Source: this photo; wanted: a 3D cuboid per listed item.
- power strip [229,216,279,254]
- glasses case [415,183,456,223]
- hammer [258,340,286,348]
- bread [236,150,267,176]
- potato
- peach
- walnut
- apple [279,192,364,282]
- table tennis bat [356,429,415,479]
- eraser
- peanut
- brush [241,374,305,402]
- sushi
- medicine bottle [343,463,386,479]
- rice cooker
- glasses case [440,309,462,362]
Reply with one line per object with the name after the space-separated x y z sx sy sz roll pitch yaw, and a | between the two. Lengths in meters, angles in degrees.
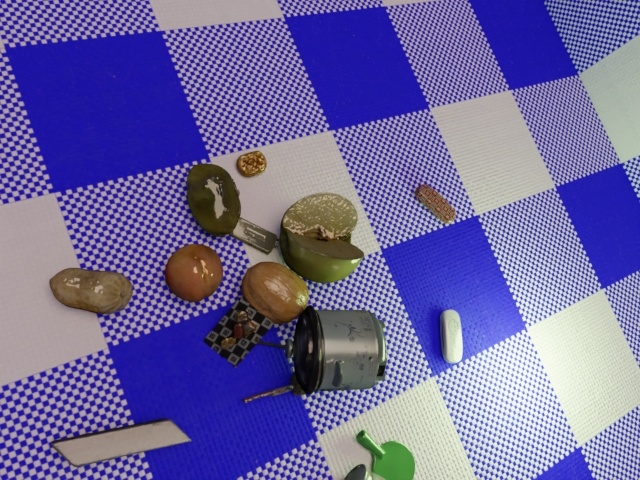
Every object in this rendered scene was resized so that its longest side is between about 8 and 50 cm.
-0.220 -0.013 1.883 0.169 0.028 0.076 28 65 -12 | power strip
0.457 -0.146 2.207 0.194 0.049 0.073 42 61 -7 | glasses case
-0.164 0.335 1.805 0.293 0.029 0.058 14 71 -21 | hammer
-0.240 -0.267 1.944 0.111 0.044 0.083 -24 88 -26 | bread
-0.344 -0.134 1.801 0.170 0.143 0.248 -13 80 -16 | potato
-0.386 0.096 1.696 0.184 0.184 0.184 7 72 -22 | peach
-0.146 0.165 1.766 0.226 0.193 0.193 41 62 -19 | walnut
-0.006 0.005 1.852 0.258 0.233 0.294 0 59 -17 | apple
0.214 0.724 1.845 0.257 0.039 0.160 46 63 -11 | table tennis bat
-0.541 0.552 1.523 0.353 0.111 0.077 -4 78 -25 | eraser
-0.656 0.143 1.590 0.225 0.129 0.129 8 71 -19 | peanut
-0.103 0.467 1.759 0.301 0.084 0.071 -8 79 -24 | brush
-0.258 0.291 1.710 0.139 0.031 0.201 39 100 -6 | sushi
0.144 0.793 1.727 0.143 0.147 0.147 41 63 -6 | medicine bottle
0.039 0.333 1.689 0.317 0.316 0.264 -2 119 -24 | rice cooker
0.486 0.356 2.065 0.076 0.049 0.197 8 71 -21 | glasses case
